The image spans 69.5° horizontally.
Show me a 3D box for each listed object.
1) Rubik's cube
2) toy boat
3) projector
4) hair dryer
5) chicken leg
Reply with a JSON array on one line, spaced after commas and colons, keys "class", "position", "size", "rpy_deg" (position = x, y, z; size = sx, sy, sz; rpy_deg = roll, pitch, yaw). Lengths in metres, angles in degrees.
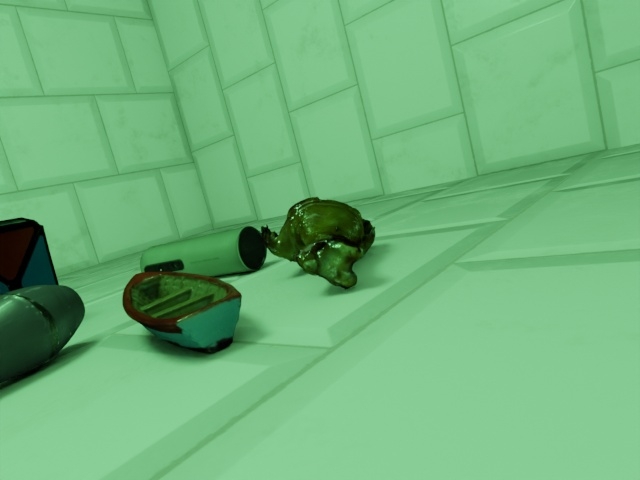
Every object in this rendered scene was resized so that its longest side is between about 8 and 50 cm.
[{"class": "Rubik's cube", "position": [-0.694, 0.106, 0.892], "size": [0.250, 0.248, 0.246], "rpy_deg": [-12, 7, 10]}, {"class": "toy boat", "position": [-0.226, 0.097, 0.703], "size": [0.136, 0.079, 0.392], "rpy_deg": [-22, 11, -30]}, {"class": "projector", "position": [-0.293, 0.041, 1.135], "size": [0.337, 0.108, 0.108], "rpy_deg": [-10, 9, 30]}, {"class": "hair dryer", "position": [-0.569, 0.168, 0.664], "size": [0.361, 0.121, 0.301], "rpy_deg": [-9, 14, 17]}, {"class": "chicken leg", "position": [-0.011, -0.008, 0.836], "size": [0.211, 0.140, 0.361], "rpy_deg": [-4, 6, 12]}]
